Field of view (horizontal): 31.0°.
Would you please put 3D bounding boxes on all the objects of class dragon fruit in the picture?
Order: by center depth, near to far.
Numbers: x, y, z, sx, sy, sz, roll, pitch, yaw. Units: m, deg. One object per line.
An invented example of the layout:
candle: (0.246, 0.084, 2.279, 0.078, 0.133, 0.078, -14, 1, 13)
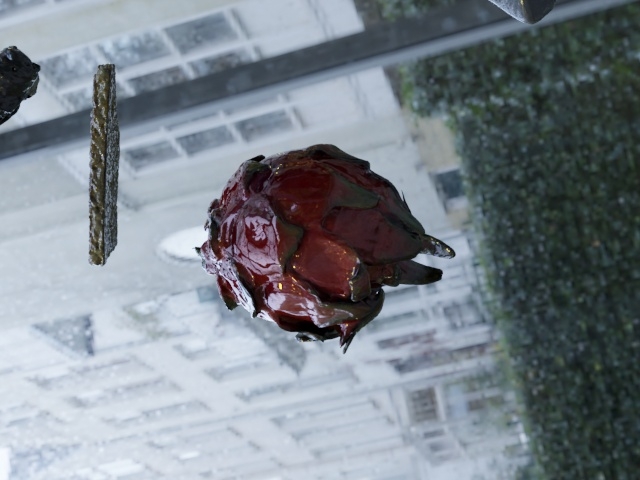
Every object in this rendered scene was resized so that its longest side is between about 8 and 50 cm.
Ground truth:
dragon fruit: (0.000, 0.000, 1.184, 0.192, 0.274, 0.193, -76, -17, -60)

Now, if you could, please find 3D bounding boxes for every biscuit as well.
biscuit: (-0.256, -0.094, 1.369, 0.131, 0.026, 0.236, -109, 21, -77)

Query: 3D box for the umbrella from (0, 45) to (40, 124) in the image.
umbrella: (-0.531, -0.147, 1.654, 0.094, 0.326, 0.090, 45, -176, 18)

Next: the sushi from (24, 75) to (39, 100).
sushi: (-0.571, -0.282, 2.029, 0.150, 0.078, 0.090, 1, -105, -48)

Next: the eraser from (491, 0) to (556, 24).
eraser: (0.121, -0.370, 1.290, 0.352, 0.061, 0.089, 39, -137, 10)
